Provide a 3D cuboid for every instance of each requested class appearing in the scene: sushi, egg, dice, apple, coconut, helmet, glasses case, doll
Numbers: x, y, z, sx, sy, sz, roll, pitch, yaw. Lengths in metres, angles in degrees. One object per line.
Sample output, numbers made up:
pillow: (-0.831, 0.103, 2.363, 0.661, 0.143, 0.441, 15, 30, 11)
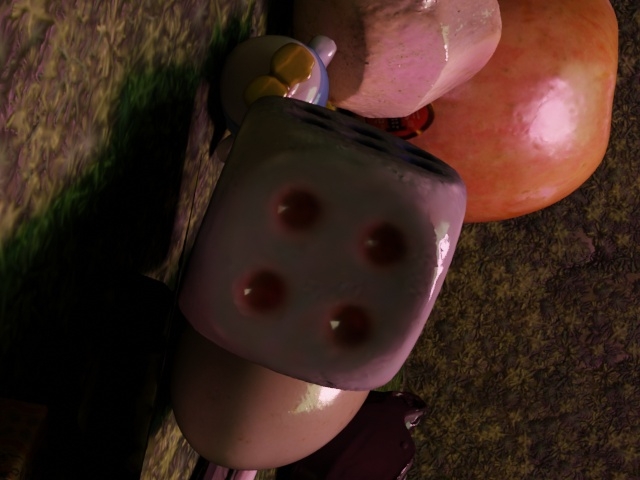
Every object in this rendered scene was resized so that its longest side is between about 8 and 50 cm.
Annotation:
sushi: (-0.160, 0.135, 0.988, 0.320, 0.069, 0.339, -88, -169, -59)
egg: (-0.045, 0.114, 1.287, 0.253, 0.189, 0.188, -52, 155, -44)
dice: (0.000, 0.000, 1.104, 0.194, 0.193, 0.191, -80, -169, -75)
apple: (0.227, -0.215, 1.855, 0.391, 0.347, 0.391, 9, 90, -83)
coconut: (0.078, -0.247, 1.388, 0.197, 0.237, 0.237, -41, -156, 55)
helmet: (0.044, 0.330, 2.042, 0.305, 0.177, 0.225, -63, 170, -75)
glasses case: (-0.217, 0.213, 0.906, 0.075, 0.049, 0.218, -74, 172, -57)
doll: (-0.035, -0.124, 1.286, 0.241, 0.099, 0.135, 57, 40, -73)

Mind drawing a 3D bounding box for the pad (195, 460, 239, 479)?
pad: (-0.109, 0.255, 1.580, 0.174, 0.022, 0.233, 90, 16, -52)

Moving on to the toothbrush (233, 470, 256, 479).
toothbrush: (-0.074, 0.239, 1.644, 0.307, 0.030, 0.025, -64, 153, -48)
